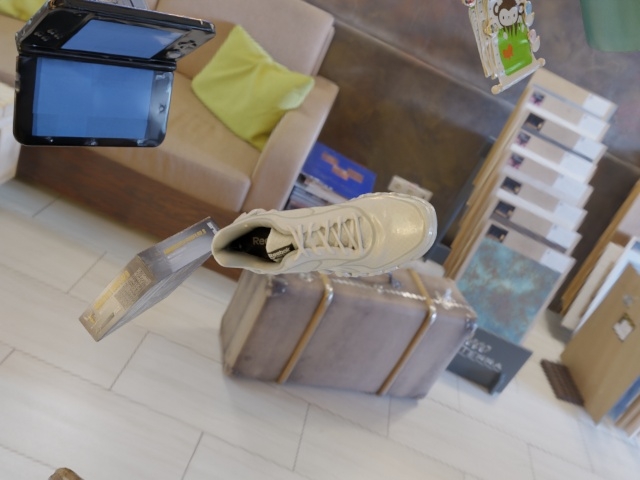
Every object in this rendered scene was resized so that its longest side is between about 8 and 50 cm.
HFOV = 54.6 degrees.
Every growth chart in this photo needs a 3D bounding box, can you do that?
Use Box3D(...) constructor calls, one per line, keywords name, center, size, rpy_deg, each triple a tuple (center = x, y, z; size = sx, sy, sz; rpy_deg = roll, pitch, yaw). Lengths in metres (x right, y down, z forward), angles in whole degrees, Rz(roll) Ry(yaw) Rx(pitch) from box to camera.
Box3D(name="growth chart", center=(0.328, -0.386, 1.104), size=(0.172, 0.237, 0.021), rpy_deg=(-41, 31, -21))

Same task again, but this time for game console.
Box3D(name="game console", center=(-0.350, -0.273, 1.068), size=(0.293, 0.174, 0.250), rpy_deg=(-8, -1, -44))

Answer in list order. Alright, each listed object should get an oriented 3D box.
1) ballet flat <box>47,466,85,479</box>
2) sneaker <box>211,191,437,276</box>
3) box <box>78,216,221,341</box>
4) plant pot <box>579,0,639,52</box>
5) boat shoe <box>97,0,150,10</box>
Box3D(name="ballet flat", center=(-0.077, 0.291, 0.351), size=(0.124, 0.116, 0.343), rpy_deg=(-7, 79, -28))
Box3D(name="sneaker", center=(0.000, 0.000, 0.783), size=(0.291, 0.110, 0.118), rpy_deg=(-7, 0, 17))
Box3D(name="box", center=(-0.289, 0.066, 1.071), size=(0.056, 0.231, 0.183), rpy_deg=(52, 37, 2))
Box3D(name="plant pot", center=(0.464, -0.422, 0.800), size=(0.235, 0.292, 0.293), rpy_deg=(61, 18, -23))
Box3D(name="boat shoe", center=(-0.380, -0.466, 1.111), size=(0.088, 0.267, 0.096), rpy_deg=(-23, 63, -2))
